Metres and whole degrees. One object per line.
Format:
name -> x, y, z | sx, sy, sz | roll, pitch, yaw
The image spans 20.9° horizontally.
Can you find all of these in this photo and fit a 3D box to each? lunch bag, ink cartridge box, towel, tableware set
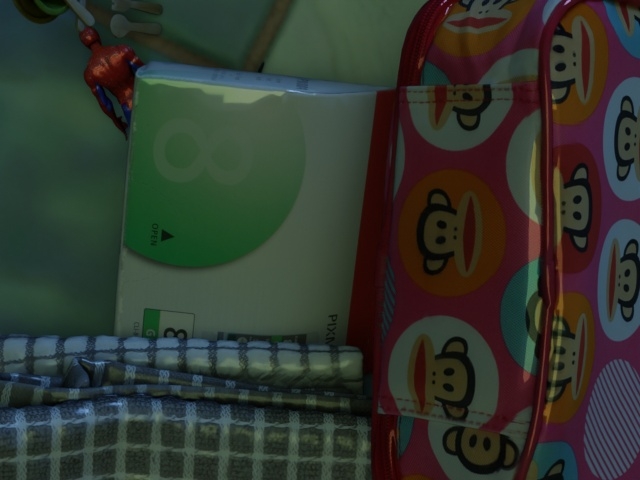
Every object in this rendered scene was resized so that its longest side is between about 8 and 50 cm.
lunch bag -> 0.148, 0.015, 0.931 | 0.120, 0.258, 0.293 | 6, 92, 42
ink cartridge box -> 0.000, 0.000, 0.985 | 0.224, 0.056, 0.181 | 7, 108, 1
towel -> -0.082, 0.197, 0.959 | 0.235, 0.121, 0.284 | 4, 107, -1
tableware set -> -0.123, -0.166, 0.951 | 0.024, 0.154, 0.104 | 4, 92, 34

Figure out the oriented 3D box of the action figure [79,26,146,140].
action figure -> -0.104, -0.075, 1.005 | 0.038, 0.030, 0.115 | -32, 106, 7
